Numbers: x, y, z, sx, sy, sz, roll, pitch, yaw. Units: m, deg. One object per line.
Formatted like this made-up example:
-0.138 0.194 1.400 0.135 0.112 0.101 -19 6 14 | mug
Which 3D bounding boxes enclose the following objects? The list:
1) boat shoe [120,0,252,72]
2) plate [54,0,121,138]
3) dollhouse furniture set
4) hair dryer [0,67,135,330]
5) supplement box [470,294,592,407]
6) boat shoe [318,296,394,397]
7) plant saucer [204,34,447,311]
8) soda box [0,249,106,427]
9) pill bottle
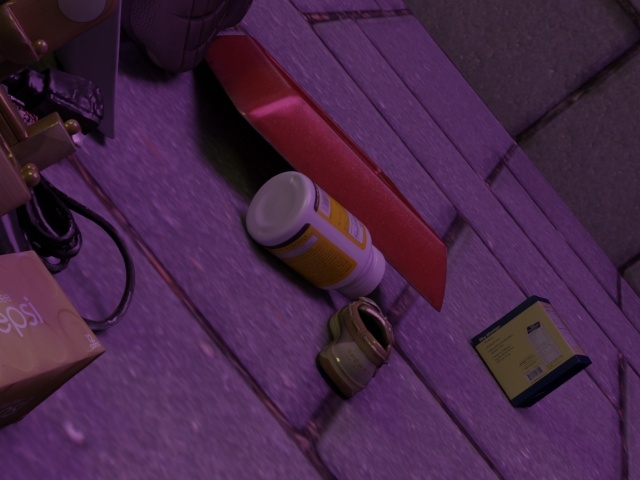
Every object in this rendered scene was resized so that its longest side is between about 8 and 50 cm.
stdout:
-0.133 -0.236 1.269 0.130 0.132 0.355 25 16 1 | boat shoe
-0.169 -0.255 1.034 0.278 0.045 0.277 -107 -161 -54 | plate
-0.136 -0.110 0.664 0.144 0.123 0.151 61 -5 -16 | dollhouse furniture set
-0.198 -0.099 0.788 0.293 0.080 0.223 39 20 -37 | hair dryer
0.215 0.113 1.498 0.083 0.083 0.056 58 16 19 | supplement box
0.036 0.074 1.131 0.056 0.048 0.153 51 15 -1 | boat shoe
0.007 -0.077 1.313 0.259 0.048 0.258 45 5 -24 | plant saucer
-0.159 0.050 0.593 0.061 0.058 0.181 53 16 7 | soda box
0.000 0.000 1.166 0.116 0.065 0.065 39 19 -39 | pill bottle
